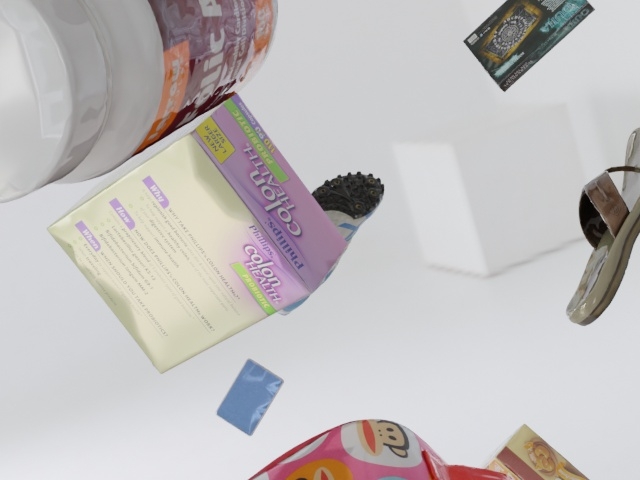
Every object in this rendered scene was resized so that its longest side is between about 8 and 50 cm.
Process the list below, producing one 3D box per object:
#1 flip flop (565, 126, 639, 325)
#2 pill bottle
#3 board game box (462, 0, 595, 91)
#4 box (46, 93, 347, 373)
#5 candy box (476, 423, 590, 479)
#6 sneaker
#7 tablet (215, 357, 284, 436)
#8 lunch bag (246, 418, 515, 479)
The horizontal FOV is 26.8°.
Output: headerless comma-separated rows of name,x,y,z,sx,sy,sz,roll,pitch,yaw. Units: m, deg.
flip flop,0.352,-0.027,1.660,0.277,0.080,0.112,-64,-1,-16
pill bottle,-0.203,-0.178,1.171,0.224,0.224,0.392,-12,15,23
board game box,0.321,-0.333,2.084,0.186,0.026,0.126,-42,47,16
box,-0.136,-0.005,1.485,0.243,0.214,0.117,-29,13,34
candy box,0.373,0.445,2.397,0.087,0.183,0.316,-46,-10,-18
sneaker,0.000,0.000,1.781,0.085,0.086,0.237,33,64,19
tablet,-0.087,0.191,1.638,0.083,0.054,0.006,-59,-6,7
lunch bag,0.055,0.268,1.036,0.258,0.293,0.120,-34,36,13
